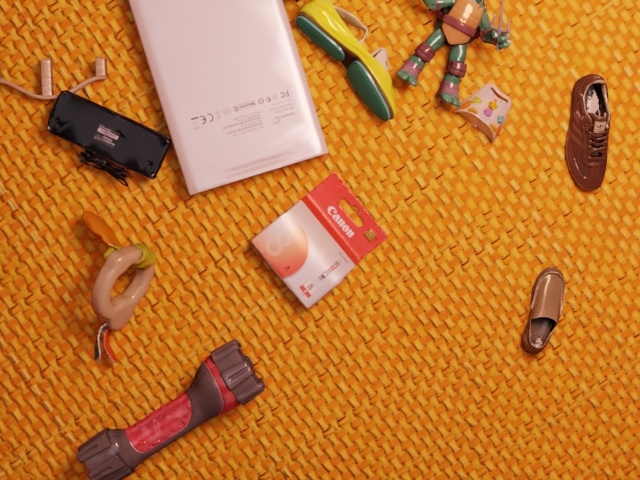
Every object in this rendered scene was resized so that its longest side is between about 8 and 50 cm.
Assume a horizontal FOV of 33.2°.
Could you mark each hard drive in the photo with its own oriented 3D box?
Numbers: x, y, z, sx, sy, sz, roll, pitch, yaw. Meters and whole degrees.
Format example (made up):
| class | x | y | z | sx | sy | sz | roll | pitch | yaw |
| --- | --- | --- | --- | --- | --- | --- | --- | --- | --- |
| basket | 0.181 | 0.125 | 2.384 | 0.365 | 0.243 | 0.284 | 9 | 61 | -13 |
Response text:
| class | x | y | z | sx | sy | sz | roll | pitch | yaw |
| --- | --- | --- | --- | --- | --- | --- | --- | --- | --- |
| hard drive | -0.150 | -0.274 | 1.709 | 0.233 | 0.047 | 0.353 | -17 | 93 | -4 |

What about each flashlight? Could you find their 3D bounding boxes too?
| class | x | y | z | sx | sy | sz | roll | pitch | yaw |
| --- | --- | --- | --- | --- | --- | --- | --- | --- | --- |
| flashlight | -0.237 | 0.273 | 1.688 | 0.304 | 0.103 | 0.103 | -31 | 95 | -4 |

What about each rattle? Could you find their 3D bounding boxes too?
| class | x | y | z | sx | sy | sz | roll | pitch | yaw |
| --- | --- | --- | --- | --- | --- | --- | --- | --- | --- |
| rattle | -0.352 | 0.079 | 1.694 | 0.142 | 0.130 | 0.200 | 24 | 116 | 6 |

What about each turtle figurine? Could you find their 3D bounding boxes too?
| class | x | y | z | sx | sy | sz | roll | pitch | yaw |
| --- | --- | --- | --- | --- | --- | --- | --- | --- | --- |
| turtle figurine | 0.221 | -0.341 | 1.700 | 0.175 | 0.118 | 0.234 | 29 | 105 | 10 |

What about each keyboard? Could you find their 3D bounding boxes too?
| class | x | y | z | sx | sy | sz | roll | pitch | yaw |
| --- | --- | --- | --- | --- | --- | --- | --- | --- | --- |
| keyboard | -0.340 | -0.156 | 1.702 | 0.192 | 0.038 | 0.100 | 25 | 87 | -3 |

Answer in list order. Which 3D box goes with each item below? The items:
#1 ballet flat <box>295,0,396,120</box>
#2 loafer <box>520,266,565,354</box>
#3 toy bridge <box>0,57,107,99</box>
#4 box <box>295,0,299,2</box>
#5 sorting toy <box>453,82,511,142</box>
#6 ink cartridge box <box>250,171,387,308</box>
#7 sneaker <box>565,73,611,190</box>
| class | x | y | z | sx | sy | sz | roll | pitch | yaw |
| --- | --- | --- | --- | --- | --- | --- | --- | --- | --- |
| ballet flat | 0.060 | -0.298 | 1.714 | 0.077 | 0.077 | 0.231 | -43 | 92 | -19 |
| loafer | 0.369 | 0.117 | 1.754 | 0.056 | 0.050 | 0.148 | 12 | 91 | -4 |
| toy bridge | -0.432 | -0.254 | 1.699 | 0.188 | 0.026 | 0.063 | -3 | 93 | -4 |
| box | -0.031 | -0.518 | 1.683 | 0.183 | 0.059 | 0.233 | -37 | 93 | -18 |
| sorting toy | 0.275 | -0.216 | 1.750 | 0.083 | 0.045 | 0.075 | 38 | 69 | -4 |
| ink cartridge box | 0.000 | 0.000 | 1.729 | 0.179 | 0.045 | 0.145 | -40 | 94 | 0 |
| sneaker | 0.436 | -0.176 | 1.741 | 0.066 | 0.071 | 0.188 | -4 | 91 | -4 |
